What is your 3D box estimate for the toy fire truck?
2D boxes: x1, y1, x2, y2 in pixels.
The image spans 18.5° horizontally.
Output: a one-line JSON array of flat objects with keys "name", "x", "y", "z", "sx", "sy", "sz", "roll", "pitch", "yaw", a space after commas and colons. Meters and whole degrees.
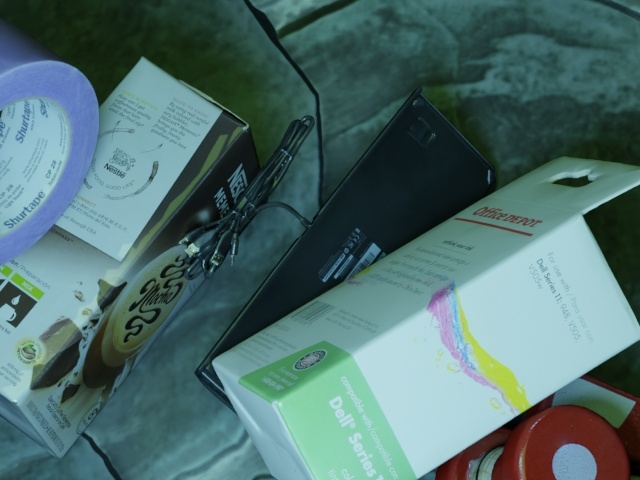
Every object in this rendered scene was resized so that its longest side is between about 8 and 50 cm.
[{"name": "toy fire truck", "x": 0.214, "y": 0.270, "z": 1.540, "sx": 0.254, "sy": 0.169, "sz": 0.302, "roll": 25, "pitch": 70, "yaw": -13}]

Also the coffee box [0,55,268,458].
[{"name": "coffee box", "x": -0.184, "y": 0.016, "z": 1.652, "sx": 0.119, "sy": 0.168, "sz": 0.297, "roll": 34, "pitch": 75, "yaw": 17}]

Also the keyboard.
[{"name": "keyboard", "x": 0.000, "y": 0.000, "z": 1.667, "sx": 0.201, "sy": 0.033, "sz": 0.317, "roll": 44, "pitch": 73, "yaw": -23}]

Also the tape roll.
[{"name": "tape roll", "x": -0.264, "y": -0.072, "z": 1.504, "sx": 0.080, "sy": 0.189, "sz": 0.189, "roll": 34, "pitch": 74, "yaw": 27}]

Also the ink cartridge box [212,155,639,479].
[{"name": "ink cartridge box", "x": 0.110, "y": 0.069, "z": 1.566, "sx": 0.353, "sy": 0.207, "sz": 0.119, "roll": -31, "pitch": 103, "yaw": -12}]
